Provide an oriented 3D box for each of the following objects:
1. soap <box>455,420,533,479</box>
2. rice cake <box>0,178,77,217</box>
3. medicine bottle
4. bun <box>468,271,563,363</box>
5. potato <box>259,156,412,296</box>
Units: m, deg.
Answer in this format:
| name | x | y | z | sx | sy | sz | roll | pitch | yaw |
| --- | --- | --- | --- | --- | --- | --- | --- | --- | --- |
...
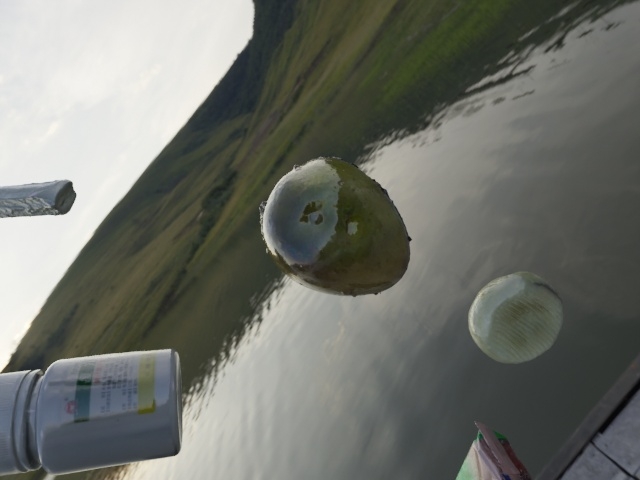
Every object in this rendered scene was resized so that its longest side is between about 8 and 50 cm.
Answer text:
| name | x | y | z | sx | sy | sz | roll | pitch | yaw |
| --- | --- | --- | --- | --- | --- | --- | --- | --- | --- |
| soap | 0.350 | 0.553 | 0.963 | 0.218 | 0.098 | 0.273 | -107 | 25 | -59 |
| rice cake | -0.502 | -0.062 | 0.741 | 0.256 | 0.052 | 0.057 | -2 | 54 | 18 |
| medicine bottle | -0.444 | 0.326 | 0.887 | 0.208 | 0.340 | 0.208 | 178 | 90 | -75 |
| bun | 0.428 | 0.166 | 1.045 | 0.222 | 0.222 | 0.127 | -54 | 21 | -2 |
| potato | 0.000 | 0.000 | 0.574 | 0.182 | 0.202 | 0.117 | -39 | -5 | 28 |
